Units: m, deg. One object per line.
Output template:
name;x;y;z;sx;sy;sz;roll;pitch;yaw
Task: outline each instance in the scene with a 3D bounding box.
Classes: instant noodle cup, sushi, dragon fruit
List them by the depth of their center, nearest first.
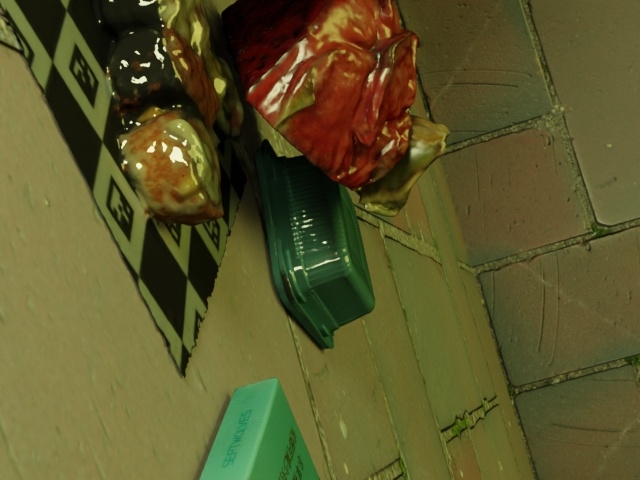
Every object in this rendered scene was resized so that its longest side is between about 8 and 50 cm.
sushi;-0.101;-0.127;0.802;0.339;0.069;0.320;-81;152;-64
dragon fruit;0.036;-0.147;1.001;0.205;0.152;0.317;46;8;-24
instant noodle cup;0.000;0.000;1.092;0.157;0.070;0.179;57;19;-58

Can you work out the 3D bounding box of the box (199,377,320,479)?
box;-0.016;0.229;0.753;0.162;0.041;0.229;-72;143;-69
